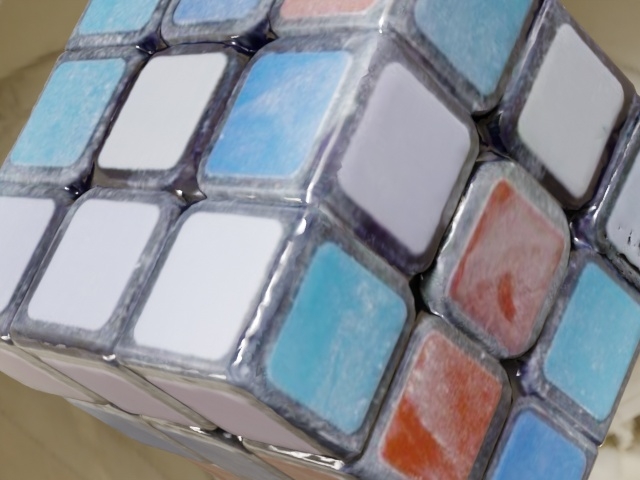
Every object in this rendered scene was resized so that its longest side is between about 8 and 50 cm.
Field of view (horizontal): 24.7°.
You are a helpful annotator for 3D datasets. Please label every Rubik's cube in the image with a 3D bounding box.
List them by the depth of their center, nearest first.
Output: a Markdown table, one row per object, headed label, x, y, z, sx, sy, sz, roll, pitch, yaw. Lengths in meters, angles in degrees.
| label | x | y | z | sx | sy | sz | roll | pitch | yaw |
| --- | --- | --- | --- | --- | --- | --- | --- | --- | --- |
| Rubik's cube | 0.000 | 0.000 | 1.031 | 0.359 | 0.362 | 0.363 | 41 | -111 | -39 |
